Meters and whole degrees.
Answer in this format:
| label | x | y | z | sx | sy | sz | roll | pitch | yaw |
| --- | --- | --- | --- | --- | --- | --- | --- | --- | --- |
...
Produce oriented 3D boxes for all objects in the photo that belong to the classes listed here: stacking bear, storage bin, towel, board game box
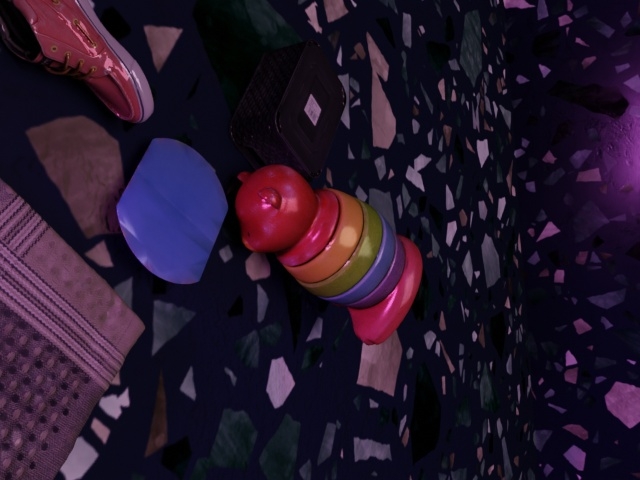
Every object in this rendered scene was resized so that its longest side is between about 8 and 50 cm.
| label | x | y | z | sx | sy | sz | roll | pitch | yaw |
| --- | --- | --- | --- | --- | --- | --- | --- | --- | --- |
| stacking bear | 0.000 | 0.000 | 0.852 | 0.289 | 0.175 | 0.164 | 34 | 99 | -37 |
| storage bin | -0.041 | -0.184 | 0.870 | 0.122 | 0.084 | 0.180 | 51 | 46 | -42 |
| towel | -0.313 | 0.095 | 0.464 | 0.324 | 0.056 | 0.312 | 57 | 40 | -35 |
| board game box | -0.175 | -0.033 | 0.696 | 0.133 | 0.033 | 0.169 | 48 | 44 | -38 |

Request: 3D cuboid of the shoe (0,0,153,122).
| label | x | y | z | sx | sy | sz | roll | pitch | yaw |
| --- | --- | --- | --- | --- | --- | --- | --- | --- | --- |
| shoe | -0.240 | -0.177 | 0.583 | 0.178 | 0.063 | 0.081 | 60 | 42 | -27 |
